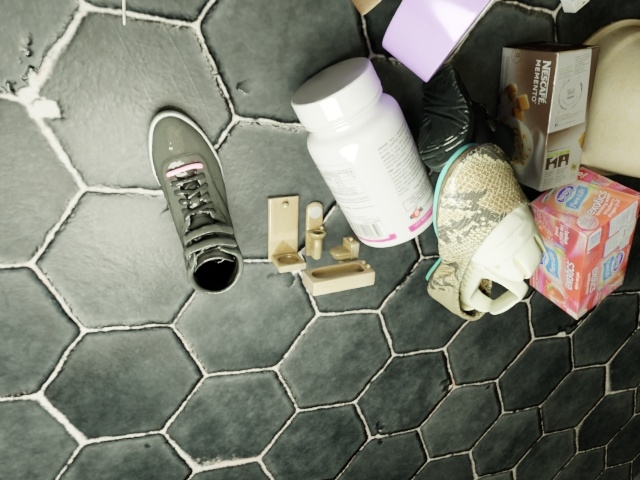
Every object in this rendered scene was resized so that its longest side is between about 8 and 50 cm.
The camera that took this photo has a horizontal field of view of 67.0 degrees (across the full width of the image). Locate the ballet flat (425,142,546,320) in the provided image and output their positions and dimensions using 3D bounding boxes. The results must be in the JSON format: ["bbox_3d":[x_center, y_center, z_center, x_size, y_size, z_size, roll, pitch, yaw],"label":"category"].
[{"bbox_3d":[0.289,0.025,0.843,0.164,0.182,0.482,-37,154,-11],"label":"ballet flat"}]

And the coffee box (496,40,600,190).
[{"bbox_3d":[0.416,-0.237,0.911,0.098,0.141,0.246,-15,119,-17],"label":"coffee box"}]

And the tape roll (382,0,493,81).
[{"bbox_3d":[0.207,-0.363,0.679,0.090,0.275,0.274,38,96,0],"label":"tape roll"}]

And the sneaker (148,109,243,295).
[{"bbox_3d":[-0.182,-0.046,0.741,0.105,0.147,0.295,-18,118,-13],"label":"sneaker"}]

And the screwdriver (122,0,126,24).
[{"bbox_3d":[-0.259,-0.371,0.626,0.025,0.024,0.169,-16,126,-50],"label":"screwdriver"}]

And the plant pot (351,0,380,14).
[{"bbox_3d":[0.050,-0.463,0.624,0.230,0.215,0.215,40,94,-18],"label":"plant pot"}]

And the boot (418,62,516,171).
[{"bbox_3d":[0.267,-0.168,0.840,0.207,0.246,0.094,34,134,-30],"label":"boot"}]

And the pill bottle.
[{"bbox_3d":[0.077,-0.140,0.799,0.160,0.160,0.283,-35,123,-5],"label":"pill bottle"}]

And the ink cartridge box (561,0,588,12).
[{"bbox_3d":[0.487,-0.470,0.896,0.083,0.028,0.048,-41,123,-1],"label":"ink cartridge box"}]

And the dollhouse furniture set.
[{"bbox_3d":[0.000,0.000,0.840,0.144,0.151,0.123,-9,117,-22],"label":"dollhouse furniture set"}]

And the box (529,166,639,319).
[{"bbox_3d":[0.568,0.012,1.061,0.154,0.142,0.299,-34,135,-8],"label":"box"}]

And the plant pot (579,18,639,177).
[{"bbox_3d":[0.682,-0.242,0.927,0.334,0.305,0.333,-10,117,-19],"label":"plant pot"}]
